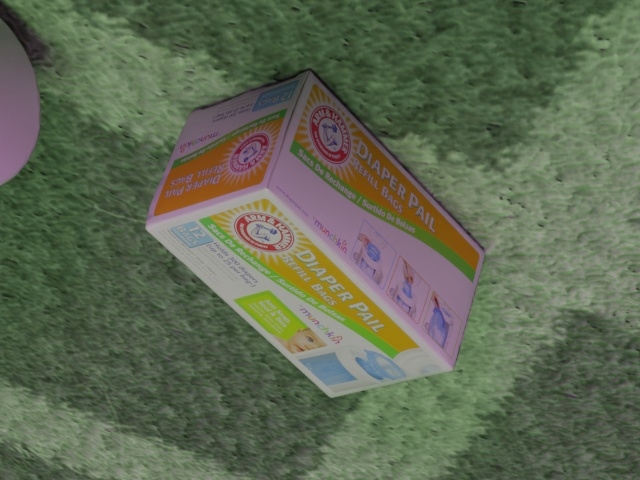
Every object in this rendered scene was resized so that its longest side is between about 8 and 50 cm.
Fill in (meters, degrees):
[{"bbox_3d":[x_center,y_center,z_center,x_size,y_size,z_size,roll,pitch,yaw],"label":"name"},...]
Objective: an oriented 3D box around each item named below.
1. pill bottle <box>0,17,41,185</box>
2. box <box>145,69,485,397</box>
[{"bbox_3d":[-0.329,-0.060,1.266,0.283,0.161,0.161,-19,130,41],"label":"pill bottle"},{"bbox_3d":[0.000,0.000,1.249,0.114,0.103,0.203,-17,131,39],"label":"box"}]
